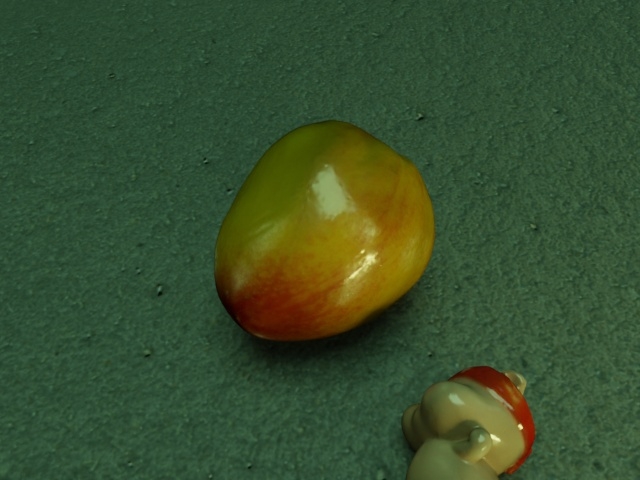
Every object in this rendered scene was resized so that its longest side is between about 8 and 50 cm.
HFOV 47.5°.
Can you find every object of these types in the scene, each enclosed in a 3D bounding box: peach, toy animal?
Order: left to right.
[{"bbox_3d":[0.002,0.003,1.003,0.289,0.289,0.307,20,81,17],"label":"peach"},{"bbox_3d":[0.175,0.246,0.865,0.171,0.171,0.197,12,54,11],"label":"toy animal"}]
